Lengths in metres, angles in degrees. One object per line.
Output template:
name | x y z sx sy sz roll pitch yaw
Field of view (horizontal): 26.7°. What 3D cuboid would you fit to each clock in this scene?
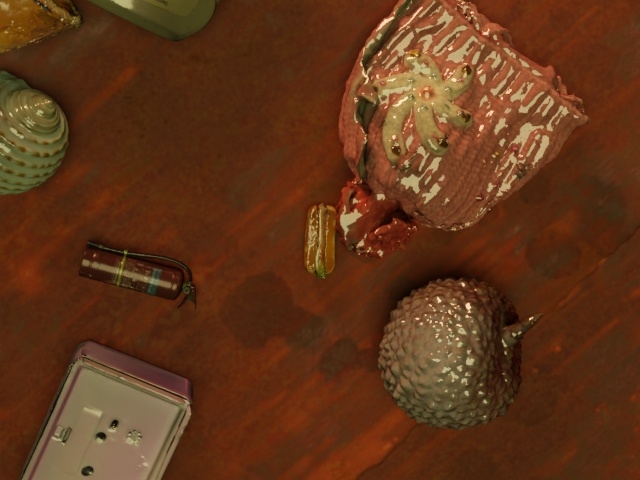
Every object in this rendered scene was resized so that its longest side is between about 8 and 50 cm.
clock | -0.237 0.224 1.483 0.145 0.073 0.193 24 102 -9

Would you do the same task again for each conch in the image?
conch | -0.337 -0.107 1.382 0.153 0.102 0.135 -31 89 6

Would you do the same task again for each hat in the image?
hat | 0.113 -0.101 1.401 0.237 0.107 0.286 38 95 -2

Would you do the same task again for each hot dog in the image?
hot dog | 0.000 0.000 1.466 0.037 0.021 0.083 2 104 -15

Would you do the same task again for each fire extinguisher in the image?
fire extinguisher | -0.192 0.037 1.457 0.132 0.039 0.056 15 112 -7

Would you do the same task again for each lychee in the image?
lychee | 0.150 0.119 1.430 0.197 0.165 0.165 -12 108 35

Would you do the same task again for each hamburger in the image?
hamburger | -0.333 -0.247 1.348 0.176 0.087 0.102 42 97 -15

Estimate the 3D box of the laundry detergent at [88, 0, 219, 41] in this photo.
laundry detergent | -0.141 -0.337 1.329 0.181 0.091 0.253 27 103 -12
